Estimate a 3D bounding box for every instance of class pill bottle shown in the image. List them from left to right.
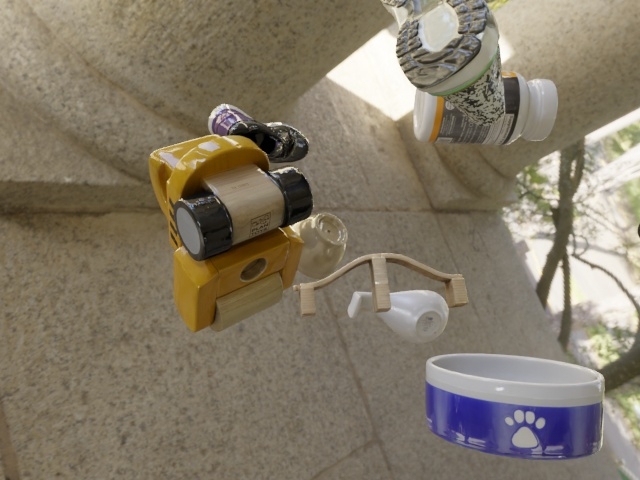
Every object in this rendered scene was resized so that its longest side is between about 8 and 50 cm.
[{"bbox_3d":[0.354,-0.290,1.159,0.279,0.162,0.162,1,54,-1],"label":"pill bottle"}]

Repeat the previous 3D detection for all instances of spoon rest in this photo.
[{"bbox_3d":[0.184,0.168,1.249,0.277,0.137,0.084,16,11,-24],"label":"spoon rest"}]

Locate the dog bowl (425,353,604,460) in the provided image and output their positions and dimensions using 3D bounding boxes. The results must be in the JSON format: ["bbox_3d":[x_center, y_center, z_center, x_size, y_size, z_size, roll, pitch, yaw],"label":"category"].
[{"bbox_3d":[0.300,0.251,0.839,0.265,0.265,0.104,6,85,-50],"label":"dog bowl"}]

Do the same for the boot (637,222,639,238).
[{"bbox_3d":[0.850,-0.138,1.063,0.284,0.377,0.138,-31,72,-38],"label":"boot"}]

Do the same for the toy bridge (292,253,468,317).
[{"bbox_3d":[0.064,0.047,0.580,0.188,0.026,0.063,-2,73,-7],"label":"toy bridge"}]

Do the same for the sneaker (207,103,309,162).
[{"bbox_3d":[-0.118,-0.220,1.234,0.284,0.107,0.124,7,25,-46],"label":"sneaker"}]

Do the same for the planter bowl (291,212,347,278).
[{"bbox_3d":[0.000,0.000,1.313,0.162,0.109,0.162,22,46,-25],"label":"planter bowl"}]

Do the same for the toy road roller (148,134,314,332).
[{"bbox_3d":[-0.170,-0.029,0.895,0.203,0.329,0.240,-23,55,-32],"label":"toy road roller"}]

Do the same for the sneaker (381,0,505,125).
[{"bbox_3d":[0.202,-0.323,0.821,0.182,0.158,0.409,42,40,-38],"label":"sneaker"}]
